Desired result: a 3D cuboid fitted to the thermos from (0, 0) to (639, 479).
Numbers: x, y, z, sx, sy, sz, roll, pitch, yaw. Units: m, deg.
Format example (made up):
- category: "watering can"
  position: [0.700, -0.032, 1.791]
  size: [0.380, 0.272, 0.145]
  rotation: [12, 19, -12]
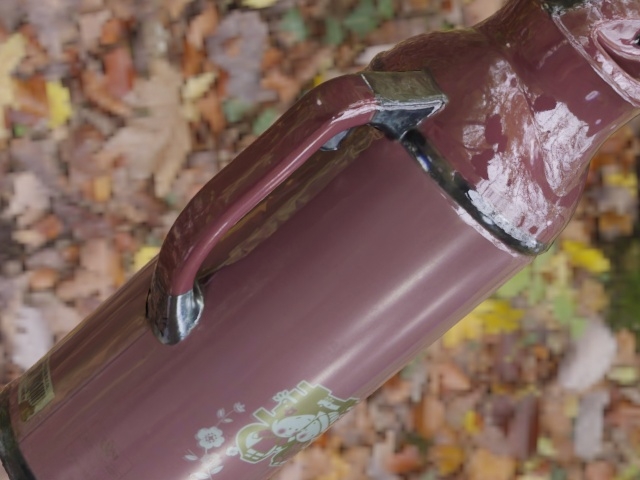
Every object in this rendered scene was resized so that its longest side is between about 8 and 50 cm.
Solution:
- category: "thermos"
  position: [0.001, -0.002, 0.829]
  size: [0.136, 0.330, 0.109]
  rotation: [41, 18, -24]
